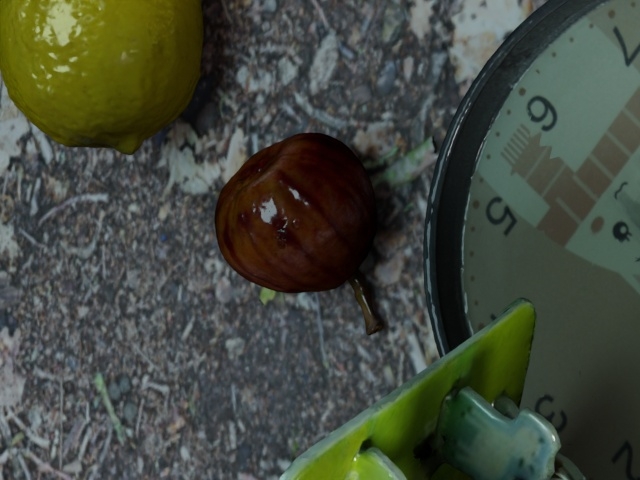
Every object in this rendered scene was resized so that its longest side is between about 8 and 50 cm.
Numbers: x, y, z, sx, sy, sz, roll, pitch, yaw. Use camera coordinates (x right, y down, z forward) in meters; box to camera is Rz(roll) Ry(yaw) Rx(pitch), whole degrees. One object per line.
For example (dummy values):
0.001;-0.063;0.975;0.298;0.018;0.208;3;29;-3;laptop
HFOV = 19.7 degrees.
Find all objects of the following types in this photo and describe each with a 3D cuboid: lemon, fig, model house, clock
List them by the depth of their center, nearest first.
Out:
0.142;0.258;1.069;0.313;0.242;0.357;31;133;27;model house
0.228;0.005;1.161;0.386;0.076;0.386;-4;85;43;clock
-0.005;-0.014;1.358;0.150;0.128;0.128;25;106;12;fig
-0.180;-0.170;1.488;0.181;0.181;0.193;15;119;42;lemon
